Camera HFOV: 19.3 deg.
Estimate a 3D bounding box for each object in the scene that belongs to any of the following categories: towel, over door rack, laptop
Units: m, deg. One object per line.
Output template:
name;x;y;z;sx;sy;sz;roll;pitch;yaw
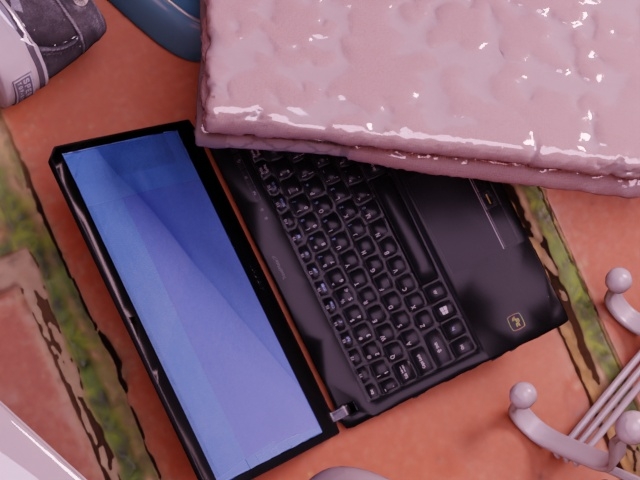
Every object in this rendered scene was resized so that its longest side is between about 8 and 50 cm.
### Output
towel;0.077;-0.183;1.228;0.317;0.053;0.331;6;59;-9
over door rack;0.305;0.081;1.178;0.239;0.324;0.108;-47;137;-18
laptop;0.000;0.000;1.183;0.264;0.136;0.234;-25;86;-5

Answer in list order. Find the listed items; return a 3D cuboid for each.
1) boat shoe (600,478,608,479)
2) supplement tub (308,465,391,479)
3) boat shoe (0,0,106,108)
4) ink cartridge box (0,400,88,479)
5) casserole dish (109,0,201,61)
boat shoe;0.224;0.222;1.241;0.049;0.056;0.152;-43;91;-14
supplement tub;-0.028;0.313;1.060;0.325;0.235;0.235;-41;91;-19
boat shoe;-0.249;-0.231;1.186;0.102;0.108;0.301;-39;93;-19
ink cartridge box;-0.300;0.146;1.077;0.306;0.131;0.226;44;70;-4
casserole dish;-0.104;-0.206;1.257;0.188;0.037;0.114;42;71;-2
